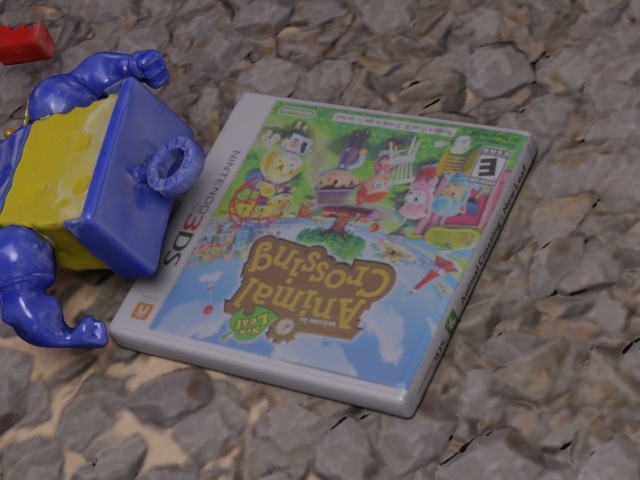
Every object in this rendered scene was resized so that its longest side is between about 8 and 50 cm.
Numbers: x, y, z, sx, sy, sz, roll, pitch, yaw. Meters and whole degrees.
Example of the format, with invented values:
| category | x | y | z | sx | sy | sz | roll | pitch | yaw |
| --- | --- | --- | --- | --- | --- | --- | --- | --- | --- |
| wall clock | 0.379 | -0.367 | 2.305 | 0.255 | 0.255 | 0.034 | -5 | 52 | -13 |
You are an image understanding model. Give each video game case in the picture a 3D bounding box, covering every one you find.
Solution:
| category | x | y | z | sx | sy | sz | roll | pitch | yaw |
| --- | --- | --- | --- | --- | --- | --- | --- | --- | --- |
| video game case | 0.000 | 0.000 | 1.046 | 0.212 | 0.023 | 0.193 | 11 | 60 | 32 |

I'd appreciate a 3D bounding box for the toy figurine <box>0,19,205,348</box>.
| category | x | y | z | sx | sy | sz | roll | pitch | yaw |
| --- | --- | --- | --- | --- | --- | --- | --- | --- | --- |
| toy figurine | -0.178 | -0.024 | 1.026 | 0.217 | 0.191 | 0.362 | -6 | 53 | 27 |
